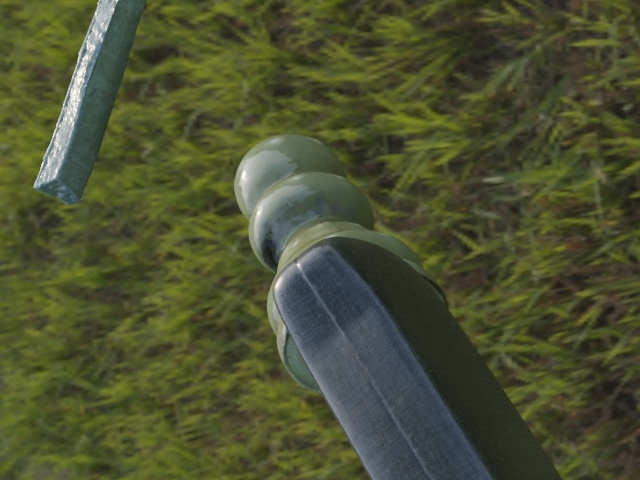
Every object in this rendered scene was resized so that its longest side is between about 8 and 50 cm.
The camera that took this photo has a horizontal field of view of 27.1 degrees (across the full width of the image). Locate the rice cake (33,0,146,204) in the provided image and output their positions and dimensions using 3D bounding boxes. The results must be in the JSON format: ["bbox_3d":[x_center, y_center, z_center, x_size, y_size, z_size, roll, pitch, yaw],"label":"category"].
[{"bbox_3d":[-0.171,-0.110,0.993,0.029,0.033,0.171,20,91,43],"label":"rice cake"}]

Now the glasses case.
[{"bbox_3d":[0.087,0.139,0.805,0.074,0.131,0.323,-39,64,15],"label":"glasses case"}]

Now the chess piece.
[{"bbox_3d":[0.000,0.000,1.474,0.182,0.182,0.330,-68,30,31],"label":"chess piece"}]
